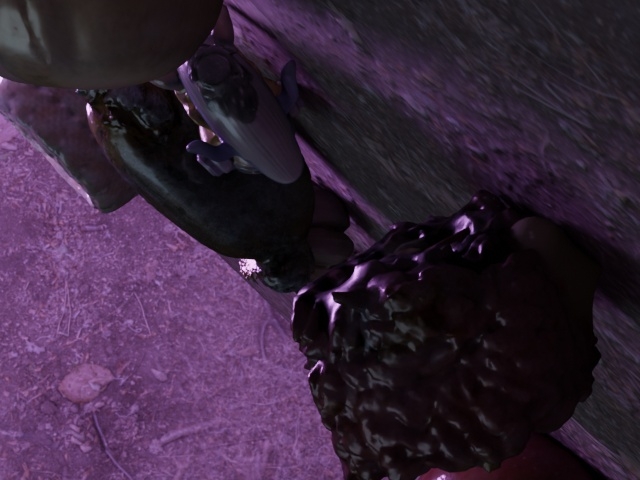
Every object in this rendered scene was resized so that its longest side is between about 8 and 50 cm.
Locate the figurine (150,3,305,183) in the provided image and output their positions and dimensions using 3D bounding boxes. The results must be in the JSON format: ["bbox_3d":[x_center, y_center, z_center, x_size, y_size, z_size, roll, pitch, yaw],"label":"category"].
[{"bbox_3d":[-0.088,-0.138,1.686,0.208,0.128,0.184,52,177,11],"label":"figurine"}]

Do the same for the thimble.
[{"bbox_3d":[-0.328,-0.193,2.414,0.291,0.195,0.291,43,171,8],"label":"thimble"}]

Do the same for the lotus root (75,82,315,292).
[{"bbox_3d":[-0.117,-0.089,1.907,0.349,0.175,0.175,49,172,-27],"label":"lotus root"}]

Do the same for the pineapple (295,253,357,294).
[{"bbox_3d":[0.035,0.073,2.322,0.186,0.114,0.236,42,162,26],"label":"pineapple"}]

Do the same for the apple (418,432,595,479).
[{"bbox_3d":[0.253,0.376,2.216,0.306,0.235,0.306,43,174,5],"label":"apple"}]

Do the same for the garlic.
[{"bbox_3d":[0.000,0.000,2.069,0.194,0.127,0.131,19,-151,-34],"label":"garlic"}]

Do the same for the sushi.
[{"bbox_3d":[0.105,0.065,1.368,0.171,0.236,0.270,64,-161,-7],"label":"sushi"}]

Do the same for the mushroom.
[{"bbox_3d":[-0.202,-0.246,1.484,0.260,0.234,0.254,2,-170,20],"label":"mushroom"}]
